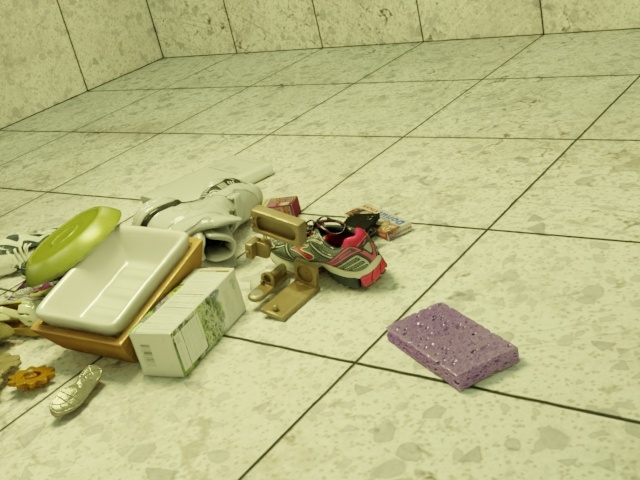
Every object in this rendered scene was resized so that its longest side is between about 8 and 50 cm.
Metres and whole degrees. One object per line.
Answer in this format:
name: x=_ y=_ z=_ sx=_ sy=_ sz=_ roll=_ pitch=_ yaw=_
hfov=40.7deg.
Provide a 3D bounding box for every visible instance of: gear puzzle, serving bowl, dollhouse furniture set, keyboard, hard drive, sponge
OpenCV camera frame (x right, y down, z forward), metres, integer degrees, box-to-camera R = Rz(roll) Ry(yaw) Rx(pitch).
gear puzzle: x=-0.652 y=0.269 z=1.611 sx=0.339 sy=0.044 sz=0.175 roll=-7 pitch=17 yaw=7
serving bowl: x=-0.105 y=0.078 z=1.752 sx=0.083 sy=0.027 sz=0.083 roll=-10 pitch=24 yaw=5
dollhouse furniture set: x=-0.095 y=0.041 z=1.641 sx=0.144 sy=0.151 sz=0.123 roll=19 pitch=38 yaw=29
keyboard: x=0.066 y=-0.001 z=1.816 sx=0.108 sy=0.023 sz=0.180 roll=0 pitch=36 yaw=39
hard drive: x=-0.308 y=-0.152 z=2.344 sx=0.308 sy=0.040 sz=0.203 roll=-30 pitch=29 yaw=-32
sponge: x=0.208 y=0.166 z=1.392 sx=0.117 sy=0.031 sz=0.210 roll=-23 pitch=25 yaw=-20

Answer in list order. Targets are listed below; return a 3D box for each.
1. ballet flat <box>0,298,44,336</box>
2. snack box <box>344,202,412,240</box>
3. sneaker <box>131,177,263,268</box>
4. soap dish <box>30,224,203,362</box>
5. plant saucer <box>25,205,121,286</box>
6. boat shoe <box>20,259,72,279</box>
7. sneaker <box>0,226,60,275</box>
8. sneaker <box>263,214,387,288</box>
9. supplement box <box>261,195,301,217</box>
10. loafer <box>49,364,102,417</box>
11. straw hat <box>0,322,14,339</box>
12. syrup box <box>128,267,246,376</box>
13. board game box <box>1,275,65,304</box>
ballet flat: x=-0.623 y=0.159 z=1.781 sx=0.232 sy=0.073 sz=0.080 roll=-9 pitch=60 yaw=18
snack box: x=0.125 y=-0.042 z=1.900 sx=0.064 sy=0.022 sz=0.178 roll=-25 pitch=27 yaw=-22
sneaker: x=-0.223 y=-0.034 z=1.941 sx=0.210 sy=0.137 sz=0.366 roll=26 pitch=29 yaw=34
soap dish: x=-0.382 y=0.101 z=1.667 sx=0.229 sy=0.118 sz=0.290 roll=5 pitch=43 yaw=29
plant saucer: x=-0.518 y=0.002 z=1.775 sx=0.241 sy=0.037 sz=0.241 roll=-30 pitch=22 yaw=14
boat shoe: x=-0.557 y=0.030 z=1.923 sx=0.255 sy=0.079 sz=0.095 roll=-10 pitch=30 yaw=13
sneaker: x=-0.700 y=0.037 z=2.070 sx=0.235 sy=0.094 sz=0.153 roll=-12 pitch=13 yaw=-22
sneaker: x=0.000 y=0.000 z=1.718 sx=0.299 sy=0.112 sz=0.121 roll=11 pitch=49 yaw=41
supplement box: x=-0.096 y=-0.074 z=2.059 sx=0.083 sy=0.043 sz=0.055 roll=-6 pitch=25 yaw=19
loafer: x=-0.424 y=0.269 z=1.501 sx=0.045 sy=0.039 sz=0.125 roll=29 pitch=40 yaw=9
straw hat: x=-0.691 y=0.209 z=1.724 sx=0.145 sy=0.144 sz=0.061 roll=-10 pitch=64 yaw=9
syrup box: x=-0.240 y=0.146 z=1.593 sx=0.096 sy=0.093 sz=0.237 roll=-1 pitch=27 yaw=26
board game box: x=-0.506 y=0.100 z=1.895 sx=0.347 sy=0.056 sz=0.208 roll=-7 pitch=21 yaw=15
